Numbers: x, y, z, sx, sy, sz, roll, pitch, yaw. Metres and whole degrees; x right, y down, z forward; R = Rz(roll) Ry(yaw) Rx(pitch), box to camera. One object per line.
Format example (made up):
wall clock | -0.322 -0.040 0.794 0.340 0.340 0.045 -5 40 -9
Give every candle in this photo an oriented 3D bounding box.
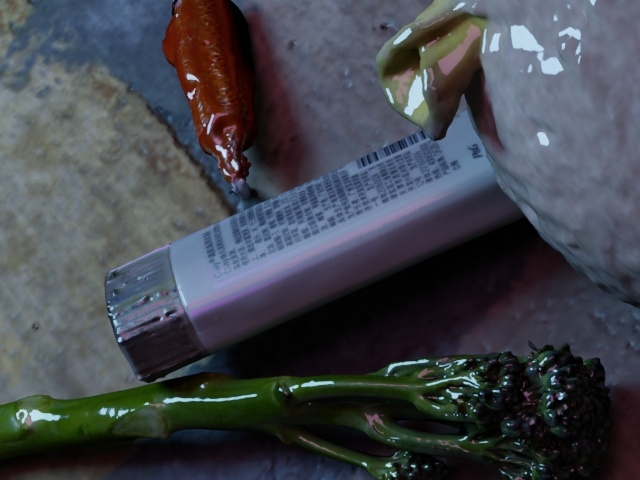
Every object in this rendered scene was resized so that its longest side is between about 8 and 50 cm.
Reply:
candle | -0.062 -0.083 1.069 0.053 0.048 0.162 4 44 -18

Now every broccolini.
broccolini | -0.035 0.106 0.943 0.392 0.079 0.074 -10 66 32

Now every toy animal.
toy animal | 0.178 -0.079 0.832 0.226 0.188 0.358 -39 76 38

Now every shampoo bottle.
shampoo bottle | 0.000 0.000 0.953 0.227 0.056 0.086 -24 25 3
